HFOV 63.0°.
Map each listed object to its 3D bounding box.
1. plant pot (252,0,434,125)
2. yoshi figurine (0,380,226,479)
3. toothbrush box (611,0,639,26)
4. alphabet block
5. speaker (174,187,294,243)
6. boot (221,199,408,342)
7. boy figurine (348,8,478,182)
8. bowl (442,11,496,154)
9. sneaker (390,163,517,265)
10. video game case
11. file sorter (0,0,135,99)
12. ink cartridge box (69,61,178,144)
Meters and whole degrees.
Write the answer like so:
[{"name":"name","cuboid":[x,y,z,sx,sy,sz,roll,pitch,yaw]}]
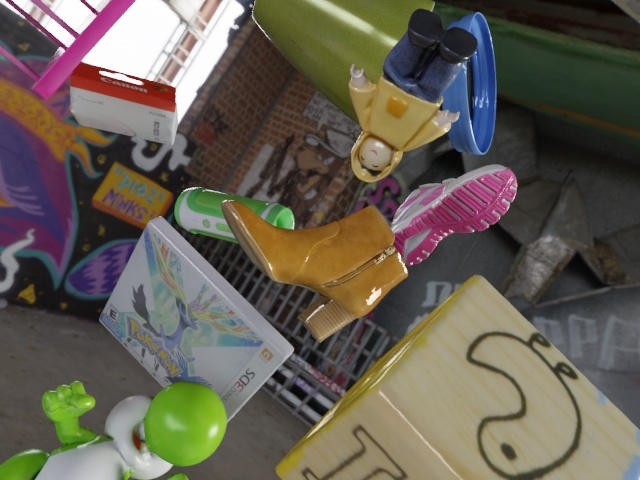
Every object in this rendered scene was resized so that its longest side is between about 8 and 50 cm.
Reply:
[{"name":"plant pot","cuboid":[0.025,-0.423,1.035,0.294,0.274,0.275,30,-3,-7]},{"name":"yoshi figurine","cuboid":[-0.259,0.280,0.660,0.203,0.203,0.362,18,26,27]},{"name":"toothbrush box","cuboid":[0.639,-0.519,0.847,0.126,0.295,0.216,42,-16,-2]},{"name":"alphabet block","cuboid":[0.114,0.184,0.447,0.197,0.193,0.192,45,43,11]},{"name":"speaker","cuboid":[-0.221,-0.056,1.326,0.297,0.131,0.131,13,-11,25]},{"name":"boot","cuboid":[0.001,0.001,0.846,0.295,0.211,0.104,54,-13,-18]},{"name":"boy figurine","cuboid":[0.115,-0.206,0.804,0.177,0.092,0.285,30,-41,-2]},{"name":"bowl","cuboid":[0.429,-0.442,1.502,0.077,0.390,0.391,2,-18,29]},{"name":"sneaker","cuboid":[0.213,-0.063,0.905,0.103,0.252,0.111,43,33,-28]},{"name":"video game case","cuboid":[-0.242,0.168,0.950,0.329,0.300,0.036,44,34,8]},{"name":"file sorter","cuboid":[-0.285,-0.352,0.594,0.182,0.291,0.202,41,13,-33]},{"name":"ink cartridge box","cuboid":[-0.364,-0.246,0.968,0.189,0.066,0.232,12,-2,-14]}]
